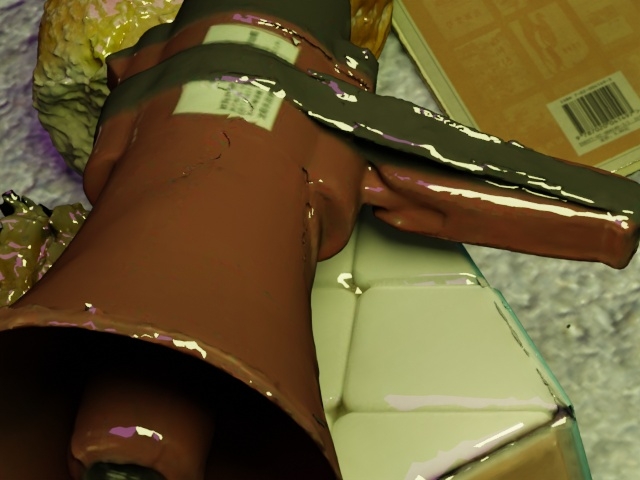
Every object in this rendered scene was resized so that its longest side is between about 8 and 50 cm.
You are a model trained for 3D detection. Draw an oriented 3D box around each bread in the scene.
[{"bbox_3d":[-0.075,-0.137,1.290,0.195,0.176,0.246,11,60,28],"label":"bread"}]

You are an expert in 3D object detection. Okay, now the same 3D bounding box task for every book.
[{"bbox_3d":[0.151,-0.128,1.312,0.170,0.018,0.242,-25,52,-2],"label":"book"}]

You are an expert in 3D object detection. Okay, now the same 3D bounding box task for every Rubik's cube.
[{"bbox_3d":[0.005,0.122,1.041,0.221,0.225,0.231,-27,50,-4],"label":"Rubik's cube"}]

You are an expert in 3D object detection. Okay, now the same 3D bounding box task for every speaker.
[{"bbox_3d":[-0.011,-0.008,0.891,0.259,0.198,0.329,-6,42,29],"label":"speaker"}]

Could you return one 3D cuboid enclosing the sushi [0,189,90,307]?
[{"bbox_3d":[-0.147,0.034,1.227,0.212,0.115,0.147,-9,53,12],"label":"sushi"}]
